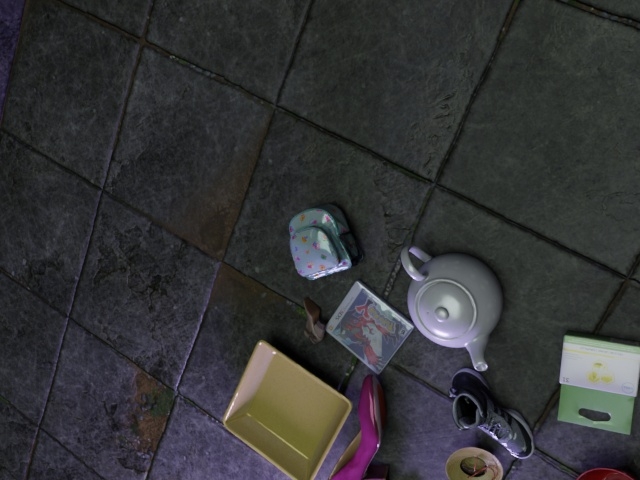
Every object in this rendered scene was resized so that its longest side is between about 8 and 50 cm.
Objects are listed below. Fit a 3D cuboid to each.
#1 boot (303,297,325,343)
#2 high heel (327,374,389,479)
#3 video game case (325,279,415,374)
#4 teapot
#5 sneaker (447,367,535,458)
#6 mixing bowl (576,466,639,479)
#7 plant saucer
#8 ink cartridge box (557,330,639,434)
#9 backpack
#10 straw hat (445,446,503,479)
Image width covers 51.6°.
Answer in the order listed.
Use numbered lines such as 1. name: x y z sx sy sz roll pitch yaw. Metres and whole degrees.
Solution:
1. boot: -0.027 0.234 1.883 0.118 0.042 0.087 56 138 32
2. high heel: 0.090 0.542 1.828 0.181 0.127 0.377 0 103 16
3. video game case: 0.131 0.238 1.814 0.201 0.023 0.183 38 114 15
4. teapot: 0.314 0.152 1.617 0.256 0.187 0.252 13 105 25
5. sneaker: 0.414 0.451 1.641 0.268 0.153 0.101 48 116 11
6. mixing bowl: 0.696 0.608 1.553 0.181 0.098 0.181 5 98 38
7. plant saucer: -0.091 0.495 1.941 0.333 0.081 0.333 32 112 17
8. ink cartridge box: 0.653 0.341 1.560 0.171 0.056 0.235 7 101 24
9. backpack: 0.000 0.000 1.770 0.166 0.144 0.188 -19 88 33
10. straw hat: 0.399 0.582 1.726 0.144 0.061 0.144 3 108 9
